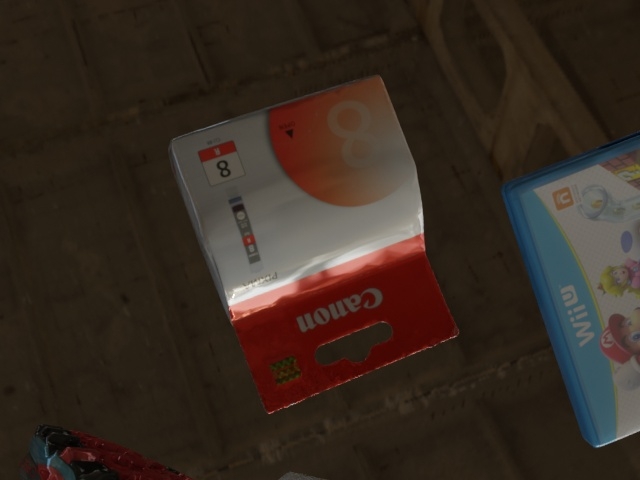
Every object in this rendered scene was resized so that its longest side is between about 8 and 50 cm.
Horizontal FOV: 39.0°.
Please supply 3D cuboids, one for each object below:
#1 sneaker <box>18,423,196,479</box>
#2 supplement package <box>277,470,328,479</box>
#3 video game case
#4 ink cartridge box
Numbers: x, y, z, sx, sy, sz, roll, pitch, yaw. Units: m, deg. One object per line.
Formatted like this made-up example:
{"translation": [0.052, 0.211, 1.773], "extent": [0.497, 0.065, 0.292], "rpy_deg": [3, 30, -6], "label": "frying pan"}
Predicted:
{"translation": [-0.091, 0.182, 0.423], "extent": [0.262, 0.104, 0.125], "rpy_deg": [27, -97, 47], "label": "sneaker"}
{"translation": [-0.043, 0.298, 0.787], "extent": [0.179, 0.105, 0.105], "rpy_deg": [-28, -76, -37], "label": "supplement package"}
{"translation": [0.172, 0.003, 0.383], "extent": [0.166, 0.015, 0.119], "rpy_deg": [-21, -81, -5], "label": "video game case"}
{"translation": [0.000, 0.000, 0.571], "extent": [0.145, 0.045, 0.179], "rpy_deg": [-20, -96, -16], "label": "ink cartridge box"}
